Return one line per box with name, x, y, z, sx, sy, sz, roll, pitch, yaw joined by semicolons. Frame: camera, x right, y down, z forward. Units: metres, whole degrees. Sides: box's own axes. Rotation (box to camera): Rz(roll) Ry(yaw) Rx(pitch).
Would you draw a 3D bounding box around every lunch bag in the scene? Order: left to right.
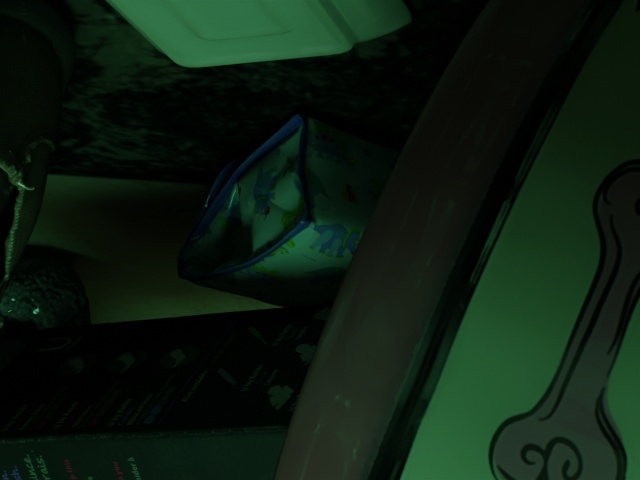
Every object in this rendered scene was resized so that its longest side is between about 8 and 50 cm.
lunch bag;0.000;0.000;0.918;0.129;0.096;0.151;17;144;-28

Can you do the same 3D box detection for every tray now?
tray;-0.059;-0.133;0.653;0.145;0.030;0.270;-3;164;17

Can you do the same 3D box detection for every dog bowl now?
dog bowl;0.114;0.045;0.660;0.150;0.408;0.408;23;160;13

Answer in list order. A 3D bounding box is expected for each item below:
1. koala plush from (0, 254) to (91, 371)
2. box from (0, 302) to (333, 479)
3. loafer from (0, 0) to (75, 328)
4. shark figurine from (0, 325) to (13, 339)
koala plush;-0.285;0.134;1.060;0.221;0.203;0.196;3;139;-27
box;-0.070;0.146;0.905;0.270;0.143;0.165;-6;115;25
loafer;-0.241;0.023;0.822;0.134;0.130;0.366;13;132;-17
shark figurine;-0.386;0.112;1.234;0.278;0.116;0.166;-18;147;38
